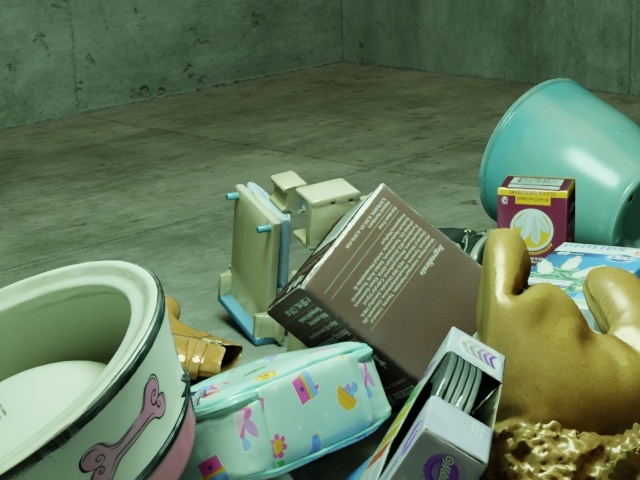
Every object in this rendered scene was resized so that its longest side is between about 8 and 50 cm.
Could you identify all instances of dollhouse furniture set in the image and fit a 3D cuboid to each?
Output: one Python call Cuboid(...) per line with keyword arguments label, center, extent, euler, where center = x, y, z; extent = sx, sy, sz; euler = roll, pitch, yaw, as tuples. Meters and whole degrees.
Cuboid(label="dollhouse furniture set", center=(0.000, 0.000, 2.032), extent=(0.198, 0.286, 0.303), euler=(-10, 29, -26))

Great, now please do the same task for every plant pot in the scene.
Cuboid(label="plant pot", center=(0.445, -0.092, 2.405), extent=(0.271, 0.272, 0.255), euler=(-14, 36, -37))

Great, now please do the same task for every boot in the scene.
Cuboid(label="boot", center=(0.187, 0.028, 2.287), extent=(0.178, 0.085, 0.236), euler=(0, 9, 14))
Cuboid(label="boot", center=(-0.176, 0.136, 1.972), extent=(0.152, 0.073, 0.197), euler=(1, 28, 14))

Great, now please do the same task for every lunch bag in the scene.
Cuboid(label="lunch bag", center=(-0.082, 0.195, 1.604), extent=(0.224, 0.108, 0.279), euler=(-14, 1, 44))

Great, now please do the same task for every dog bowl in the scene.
Cuboid(label="dog bowl", center=(-0.301, 0.195, 1.412), extent=(0.408, 0.150, 0.408), euler=(-22, 25, 11))

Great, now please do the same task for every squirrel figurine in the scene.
Cuboid(label="squirrel figurine", center=(0.331, 0.199, 1.467), extent=(0.370, 0.281, 0.397), euler=(8, 30, -3))

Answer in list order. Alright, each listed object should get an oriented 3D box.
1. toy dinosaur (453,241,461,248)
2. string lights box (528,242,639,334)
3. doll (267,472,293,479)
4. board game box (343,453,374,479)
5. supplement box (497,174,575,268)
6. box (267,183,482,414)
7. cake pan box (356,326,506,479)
Cuboid(label="toy dinosaur", center=(0.221, 0.098, 2.037), extent=(0.160, 0.121, 0.313), euler=(-13, 20, 5))
Cuboid(label="string lights box", center=(0.325, 0.077, 1.858), extent=(0.133, 0.077, 0.259), euler=(5, 18, 28))
Cuboid(label="doll", center=(-0.079, 0.278, 1.501), extent=(0.129, 0.046, 0.189), euler=(-4, 7, 28))
Cuboid(label="board game box", center=(0.083, 0.251, 1.528), extent=(0.168, 0.033, 0.133), euler=(-40, 14, -6))
Cuboid(label="supplement box", center=(0.316, 0.005, 2.157), extent=(0.104, 0.188, 0.081), euler=(4, 18, 18))
Cuboid(label="box", center=(0.078, 0.072, 1.743), extent=(0.167, 0.203, 0.168), euler=(-51, 4, -21))
Cuboid(label="cake pan box", center=(0.072, 0.225, 1.300), extent=(0.070, 0.267, 0.246), euler=(30, 21, -1))
